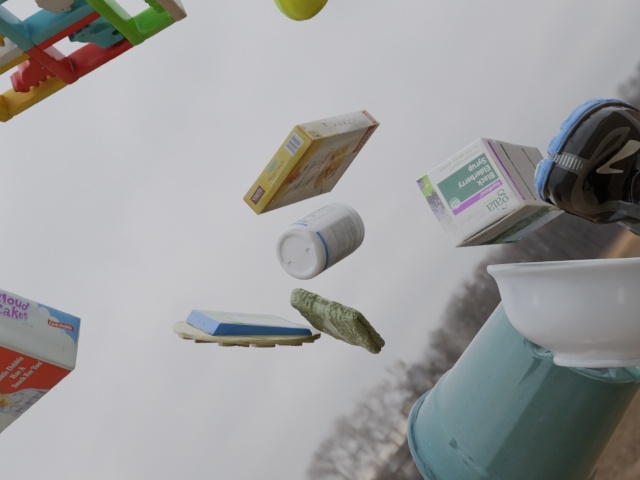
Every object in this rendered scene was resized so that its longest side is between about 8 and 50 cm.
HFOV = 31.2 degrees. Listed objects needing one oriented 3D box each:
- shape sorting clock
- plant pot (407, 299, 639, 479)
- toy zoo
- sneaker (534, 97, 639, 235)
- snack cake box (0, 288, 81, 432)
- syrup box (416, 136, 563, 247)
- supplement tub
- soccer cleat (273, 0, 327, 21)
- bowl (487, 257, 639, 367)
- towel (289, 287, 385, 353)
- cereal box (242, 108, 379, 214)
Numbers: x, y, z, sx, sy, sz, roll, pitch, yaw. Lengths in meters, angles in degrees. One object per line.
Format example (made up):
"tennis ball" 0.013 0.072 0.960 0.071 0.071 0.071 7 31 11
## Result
"shape sorting clock" -0.102 0.128 1.589 0.206 0.206 0.040 -2 -81 -77
"plant pot" 0.361 0.254 1.905 0.341 0.341 0.334 -39 -23 -52
"toy zoo" -0.306 -0.215 1.207 0.293 0.030 0.192 -28 -21 9
"sneaker" 0.193 -0.026 0.631 0.188 0.078 0.067 17 -74 -36
"snack cake box" -0.469 0.178 1.595 0.264 0.152 0.089 -38 39 35
"syrup box" 0.211 -0.055 1.355 0.093 0.096 0.237 -35 -14 22
"supplement tub" 0.000 0.000 1.417 0.107 0.071 0.071 -29 -25 -51
"soccer cleat" 0.012 -0.327 0.947 0.093 0.121 0.289 8 -90 -61
"bowl" 0.362 0.088 1.446 0.298 0.297 0.134 2 -94 -77
"towel" 0.023 0.109 1.515 0.027 0.110 0.148 -64 -24 -15
"cereal box" -0.011 -0.136 1.951 0.173 0.047 0.240 -53 -17 30
